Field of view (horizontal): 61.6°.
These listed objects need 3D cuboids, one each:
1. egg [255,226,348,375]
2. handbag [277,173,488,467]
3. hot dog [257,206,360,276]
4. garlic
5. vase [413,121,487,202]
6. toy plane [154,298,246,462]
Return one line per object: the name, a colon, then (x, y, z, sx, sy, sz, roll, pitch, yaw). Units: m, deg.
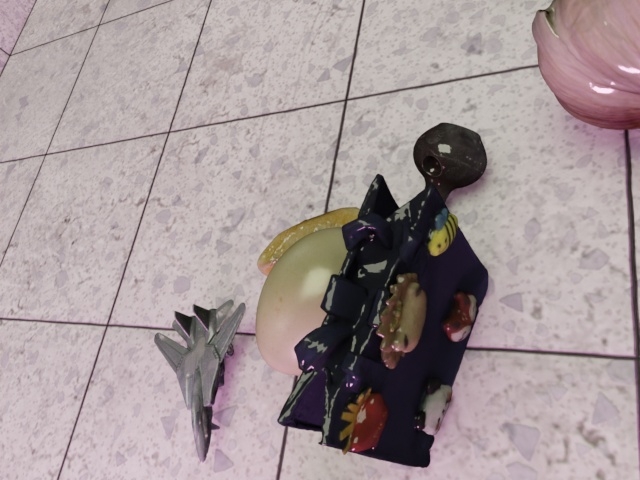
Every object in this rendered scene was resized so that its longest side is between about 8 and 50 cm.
egg: (0.002, 0.097, 0.829, 0.188, 0.188, 0.254, 39, 97, 37)
handbag: (0.100, 0.116, 0.677, 0.121, 0.329, 0.304, 14, 74, 31)
hot dog: (0.000, 0.000, 0.946, 0.242, 0.084, 0.073, -21, 54, 20)
garlic: (0.448, -0.268, 0.694, 0.321, 0.322, 0.241, 6, 97, 32)
vase: (0.195, -0.094, 0.873, 0.120, 0.120, 0.183, 23, 97, 36)
toy plane: (-0.201, 0.246, 0.943, 0.212, 0.088, 0.267, -21, 65, 21)
